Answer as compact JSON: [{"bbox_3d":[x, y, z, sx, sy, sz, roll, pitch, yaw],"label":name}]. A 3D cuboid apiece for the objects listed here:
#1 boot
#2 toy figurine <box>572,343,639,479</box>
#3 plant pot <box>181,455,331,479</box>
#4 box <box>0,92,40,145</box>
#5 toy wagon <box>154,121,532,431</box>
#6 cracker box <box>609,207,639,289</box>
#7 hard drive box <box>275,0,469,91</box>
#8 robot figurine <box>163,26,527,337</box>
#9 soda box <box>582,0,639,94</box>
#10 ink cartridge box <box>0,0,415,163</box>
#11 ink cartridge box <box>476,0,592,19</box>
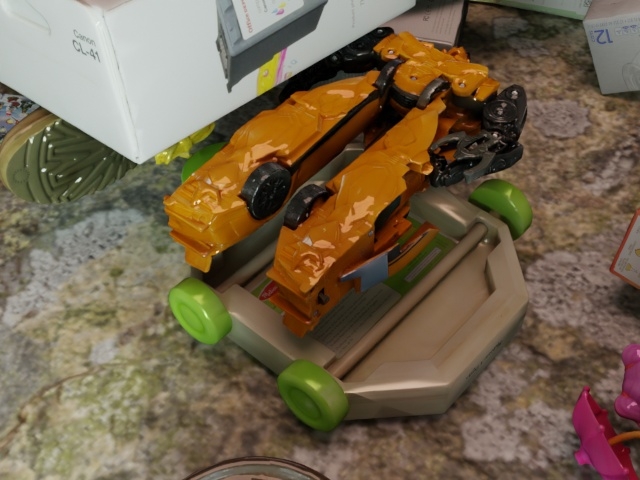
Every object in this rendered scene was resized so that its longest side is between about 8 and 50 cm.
[{"bbox_3d":[-0.260,-0.156,0.879,0.269,0.089,0.236,34,46,30],"label":"boot"},{"bbox_3d":[0.255,0.121,0.634,0.159,0.130,0.173,10,76,22],"label":"toy figurine"},{"bbox_3d":[-0.029,0.216,0.477,0.215,0.230,0.215,0,48,0],"label":"plant pot"},{"bbox_3d":[-0.278,-0.099,0.896,0.137,0.027,0.094,8,48,6],"label":"box"},{"bbox_3d":[0.000,0.000,0.782,0.344,0.068,0.267,32,55,27],"label":"toy wagon"},{"bbox_3d":[0.370,0.032,0.729,0.232,0.067,0.155,35,41,27],"label":"cracker box"},{"bbox_3d":[0.035,-0.240,0.982,0.232,0.089,0.181,11,49,9],"label":"hard drive box"},{"bbox_3d":[0.029,-0.065,0.737,0.211,0.085,0.291,32,56,26],"label":"robot figurine"},{"bbox_3d":[0.407,-0.216,0.886,0.286,0.091,0.098,-2,41,34],"label":"soda box"},{"bbox_3d":[-0.103,-0.216,0.764,0.306,0.131,0.226,-36,46,-29],"label":"ink cartridge box"},{"bbox_3d":[0.223,-0.343,1.101,0.235,0.056,0.171,13,50,9],"label":"ink cartridge box"}]
